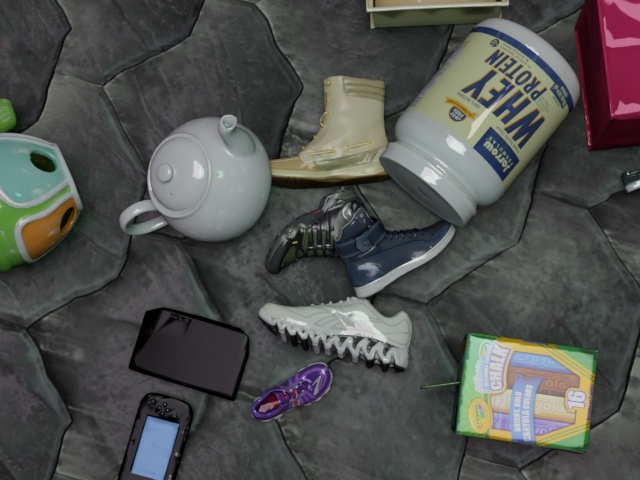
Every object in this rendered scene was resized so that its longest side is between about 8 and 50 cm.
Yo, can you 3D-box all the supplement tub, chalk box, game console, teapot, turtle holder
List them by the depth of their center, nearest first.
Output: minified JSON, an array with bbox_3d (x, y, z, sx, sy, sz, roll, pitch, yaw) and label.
[{"bbox_3d":[0.323,0.262,1.772,0.288,0.180,0.179,9,83,6],"label":"chalk box"},{"bbox_3d":[0.283,-0.210,1.806,0.235,0.235,0.325,39,85,9],"label":"supplement tub"},{"bbox_3d":[-0.231,-0.112,1.839,0.252,0.187,0.256,14,98,35],"label":"teapot"},{"bbox_3d":[-0.275,0.318,1.892,0.213,0.044,0.362,15,85,8],"label":"game console"},{"bbox_3d":[-0.592,-0.099,1.909,0.227,0.243,0.320,-23,40,-13],"label":"turtle holder"}]

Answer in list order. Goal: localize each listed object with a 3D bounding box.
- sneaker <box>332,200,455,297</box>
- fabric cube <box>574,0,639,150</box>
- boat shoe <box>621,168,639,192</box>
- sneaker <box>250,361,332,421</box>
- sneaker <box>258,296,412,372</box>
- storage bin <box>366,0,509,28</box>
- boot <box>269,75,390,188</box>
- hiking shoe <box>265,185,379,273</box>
[{"bbox_3d":[0.129,-0.019,1.842,0.226,0.086,0.163,-31,103,-12],"label":"sneaker"},{"bbox_3d":[0.611,-0.316,1.784,0.258,0.254,0.259,-5,82,5],"label":"fabric cube"},{"bbox_3d":[0.630,-0.131,1.862,0.142,0.049,0.040,-21,80,5],"label":"boat shoe"},{"bbox_3d":[-0.053,0.287,1.860,0.169,0.071,0.068,-33,80,0],"label":"sneaker"},{"bbox_3d":[0.030,0.156,1.862,0.292,0.110,0.118,15,75,1],"label":"sneaker"},{"bbox_3d":[0.220,-0.549,1.921,0.262,0.123,0.261,-2,82,6],"label":"storage bin"},{"bbox_3d":[0.003,-0.207,1.909,0.261,0.095,0.204,-4,82,3],"label":"boot"},{"bbox_3d":[0.000,0.000,1.886,0.227,0.086,0.114,-41,77,-2],"label":"hiking shoe"}]
